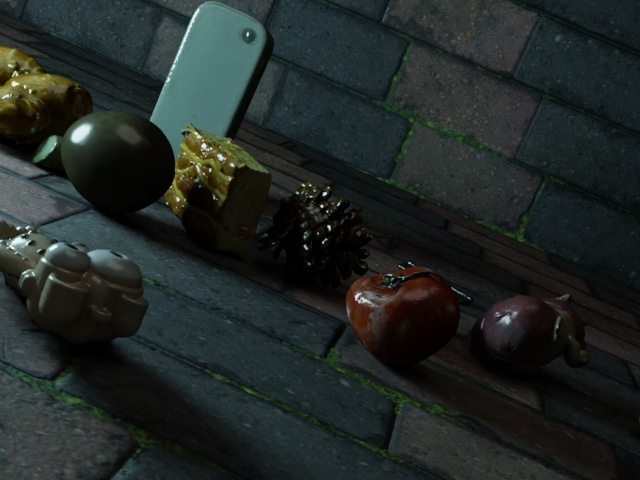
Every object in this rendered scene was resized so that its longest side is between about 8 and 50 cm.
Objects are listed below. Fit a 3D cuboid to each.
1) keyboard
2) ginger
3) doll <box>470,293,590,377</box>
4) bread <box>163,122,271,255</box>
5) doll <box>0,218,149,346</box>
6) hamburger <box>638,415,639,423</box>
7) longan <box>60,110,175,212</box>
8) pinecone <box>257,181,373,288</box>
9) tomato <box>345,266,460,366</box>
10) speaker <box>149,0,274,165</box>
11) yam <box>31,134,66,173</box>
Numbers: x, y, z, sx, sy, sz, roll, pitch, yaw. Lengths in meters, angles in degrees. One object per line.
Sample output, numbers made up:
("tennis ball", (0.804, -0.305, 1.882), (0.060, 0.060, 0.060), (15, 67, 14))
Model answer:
("keyboard", (0.264, 0.099, 2.468), (0.195, 0.018, 0.060), (31, 21, 35))
("ginger", (-0.649, -0.286, 2.137), (0.357, 0.152, 0.274), (27, 32, 21))
("doll", (0.398, 0.182, 2.027), (0.256, 0.196, 0.152), (14, 52, -54))
("bread", (-0.203, -0.099, 2.051), (0.114, 0.184, 0.275), (9, 18, -31))
("doll", (-0.336, 0.041, 1.332), (0.278, 0.119, 0.154), (26, 7, 36))
("hamburger", (0.644, 0.341, 1.967), (0.176, 0.087, 0.102), (7, 6, -30))
("longan", (-0.363, -0.141, 1.928), (0.198, 0.198, 0.212), (30, 10, 29))
("pinecone", (0.001, 0.000, 2.015), (0.212, 0.185, 0.168), (40, -2, 1))
("tomato", (0.135, 0.122, 1.757), (0.187, 0.151, 0.187), (-17, 24, 8))
("speaker", (-0.250, -0.325, 2.429), (0.183, 0.406, 0.184), (25, 8, 3))
("yam", (-0.479, -0.159, 2.067), (0.146, 0.069, 0.070), (16, 14, -34))
